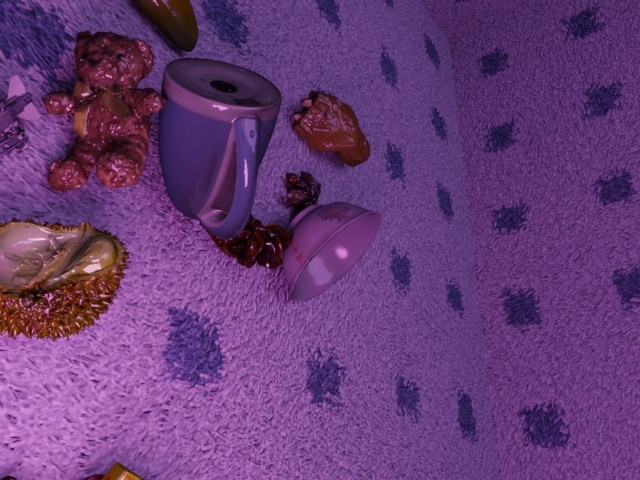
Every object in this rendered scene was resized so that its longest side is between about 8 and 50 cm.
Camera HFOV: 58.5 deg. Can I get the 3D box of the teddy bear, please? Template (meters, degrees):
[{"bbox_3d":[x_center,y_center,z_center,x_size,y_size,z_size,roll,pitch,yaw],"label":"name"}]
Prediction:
[{"bbox_3d":[-0.423,-0.259,1.115,0.296,0.246,0.223,-80,166,-49],"label":"teddy bear"}]

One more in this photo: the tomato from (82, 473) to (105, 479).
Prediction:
[{"bbox_3d":[-0.379,0.479,0.954,0.189,0.099,0.173,41,67,-41],"label":"tomato"}]

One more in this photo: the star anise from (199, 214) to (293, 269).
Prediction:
[{"bbox_3d":[-0.183,-0.010,1.453,0.220,0.126,0.190,37,40,-2],"label":"star anise"}]

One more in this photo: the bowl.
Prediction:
[{"bbox_3d":[0.000,0.000,1.606,0.157,0.346,0.345,46,28,18],"label":"bowl"}]

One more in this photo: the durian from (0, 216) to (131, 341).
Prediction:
[{"bbox_3d":[-0.450,0.067,0.954,0.236,0.177,0.200,-9,39,-44],"label":"durian"}]

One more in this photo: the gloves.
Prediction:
[{"bbox_3d":[0.049,-0.383,1.922,0.356,0.155,0.203,25,52,-45],"label":"gloves"}]

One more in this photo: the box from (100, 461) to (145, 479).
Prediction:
[{"bbox_3d":[-0.361,0.534,0.878,0.335,0.047,0.187,-52,127,-23],"label":"box"}]

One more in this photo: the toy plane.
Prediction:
[{"bbox_3d":[-0.576,-0.202,0.995,0.234,0.082,0.160,-68,157,-44],"label":"toy plane"}]

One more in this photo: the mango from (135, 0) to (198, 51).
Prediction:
[{"bbox_3d":[-0.387,-0.598,1.440,0.237,0.091,0.137,51,44,-40],"label":"mango"}]

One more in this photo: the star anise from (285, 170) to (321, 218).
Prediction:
[{"bbox_3d":[-0.047,-0.124,1.739,0.196,0.073,0.213,14,62,-55],"label":"star anise"}]

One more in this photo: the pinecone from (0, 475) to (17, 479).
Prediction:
[{"bbox_3d":[-0.461,0.415,0.840,0.121,0.140,0.140,34,43,-82],"label":"pinecone"}]

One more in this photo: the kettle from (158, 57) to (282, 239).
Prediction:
[{"bbox_3d":[-0.228,-0.175,1.251,0.246,0.342,0.319,-4,38,-33],"label":"kettle"}]
